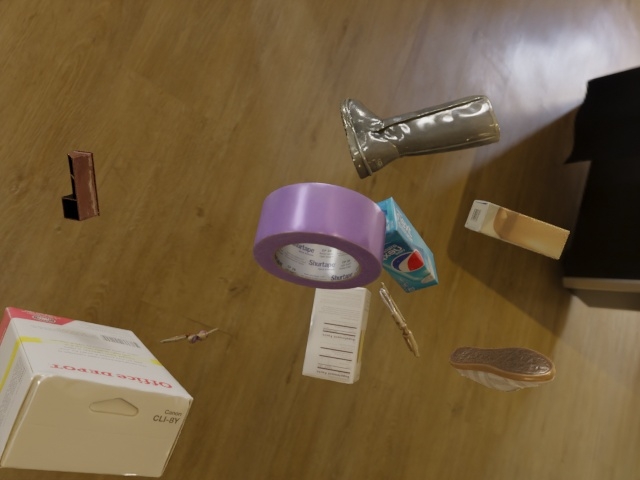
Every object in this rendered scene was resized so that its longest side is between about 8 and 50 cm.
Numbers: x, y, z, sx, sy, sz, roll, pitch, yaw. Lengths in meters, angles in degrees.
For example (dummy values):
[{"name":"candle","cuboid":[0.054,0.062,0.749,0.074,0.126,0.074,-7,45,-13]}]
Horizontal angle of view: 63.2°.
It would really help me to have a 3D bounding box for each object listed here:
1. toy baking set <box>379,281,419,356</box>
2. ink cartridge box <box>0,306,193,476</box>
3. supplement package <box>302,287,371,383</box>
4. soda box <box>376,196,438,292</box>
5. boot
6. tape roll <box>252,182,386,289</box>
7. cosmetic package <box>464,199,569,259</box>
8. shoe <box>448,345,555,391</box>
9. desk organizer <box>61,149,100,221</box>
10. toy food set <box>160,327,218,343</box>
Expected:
[{"name":"toy baking set","cuboid":[0.244,0.254,1.652,0.030,0.196,0.256,-29,132,-1]},{"name":"ink cartridge box","cuboid":[-0.463,0.279,1.001,0.279,0.385,0.160,23,86,-36]},{"name":"supplement package","cuboid":[0.048,0.244,1.385,0.139,0.134,0.243,41,57,-75]},{"name":"soda box","cuboid":[0.142,0.015,0.927,0.210,0.067,0.071,43,35,-47]},{"name":"boot","cuboid":[0.143,-0.183,0.789,0.076,0.209,0.189,55,19,-49]},{"name":"tape roll","cuboid":[0.000,0.000,0.767,0.189,0.189,0.080,30,57,-33]},{"name":"cosmetic package","cuboid":[0.258,-0.015,0.690,0.115,0.060,0.041,19,97,-6]},{"name":"shoe","cuboid":[0.341,0.241,0.974,0.077,0.219,0.058,-37,107,-30]},{"name":"desk organizer","cuboid":[-0.473,-0.106,1.015,0.050,0.047,0.130,-38,135,-61]},{"name":"toy food set","cuboid":[-0.309,0.233,1.243,0.078,0.122,0.019,-11,89,-75]}]
